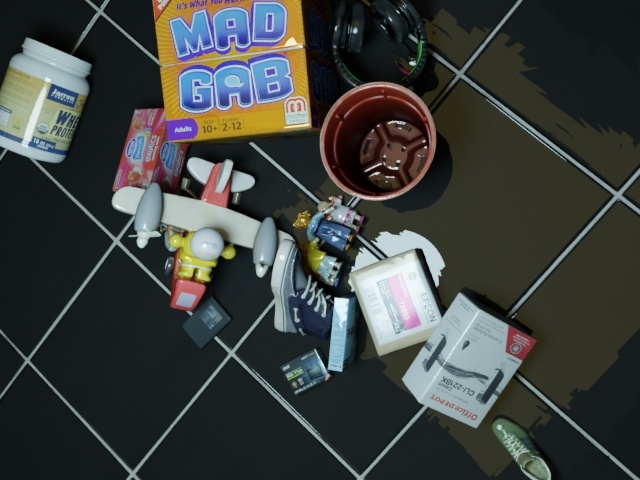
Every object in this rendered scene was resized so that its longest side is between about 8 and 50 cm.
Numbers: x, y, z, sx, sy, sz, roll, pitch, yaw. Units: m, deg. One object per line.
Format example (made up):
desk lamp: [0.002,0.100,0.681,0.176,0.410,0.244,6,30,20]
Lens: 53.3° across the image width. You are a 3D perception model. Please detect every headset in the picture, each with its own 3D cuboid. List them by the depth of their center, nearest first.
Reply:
headset: [0.131,-0.563,1.656,0.243,0.185,0.395,-14,90,-1]

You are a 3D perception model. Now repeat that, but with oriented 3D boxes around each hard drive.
hard drive: [-0.330,0.238,1.853,0.135,0.022,0.094,-44,79,11]

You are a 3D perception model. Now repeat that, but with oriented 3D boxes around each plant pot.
plant pot: [0.163,-0.229,1.590,0.272,0.265,0.273,0,91,15]

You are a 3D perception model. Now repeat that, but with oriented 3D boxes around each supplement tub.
supplement tub: [-0.823,-0.412,1.885,0.228,0.228,0.317,24,97,14]

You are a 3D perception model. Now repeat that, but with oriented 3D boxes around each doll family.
doll family: [0.000,0.000,1.711,0.163,0.118,0.263,23,96,15]

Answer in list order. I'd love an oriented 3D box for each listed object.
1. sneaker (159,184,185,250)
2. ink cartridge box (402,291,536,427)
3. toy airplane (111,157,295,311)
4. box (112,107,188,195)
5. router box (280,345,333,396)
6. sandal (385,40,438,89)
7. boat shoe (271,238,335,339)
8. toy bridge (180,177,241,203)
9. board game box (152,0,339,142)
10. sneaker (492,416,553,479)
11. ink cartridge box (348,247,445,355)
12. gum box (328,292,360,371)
sneaker: [-0.448,-0.071,1.860,0.083,0.084,0.215,-11,76,15]
ink cartridge box: [0.362,0.297,1.570,0.196,0.114,0.273,28,100,-22]
toy airplane: [-0.296,-0.033,1.693,0.385,0.272,0.385,-27,108,-7]
box: [-0.471,-0.234,1.800,0.128,0.122,0.257,4,73,24]
router box: [-0.038,0.362,1.763,0.122,0.038,0.092,-30,81,14]
sandal: [0.236,-0.466,1.686,0.067,0.040,0.179,-44,79,10]
boat shoe: [-0.034,0.132,1.650,0.158,0.341,0.127,13,53,10]
toy bridge: [-0.324,-0.131,1.849,0.188,0.026,0.063,15,95,14]
board game box: [-0.165,-0.436,1.609,0.355,0.356,0.357,-4,96,13]
sneaker: [0.506,0.527,1.586,0.064,0.086,0.192,-45,79,11]
ink cartridge box: [0.206,0.159,1.670,0.193,0.088,0.235,-23,83,16]
gum box: [0.066,0.236,1.673,0.041,0.157,0.185,6,91,15]
